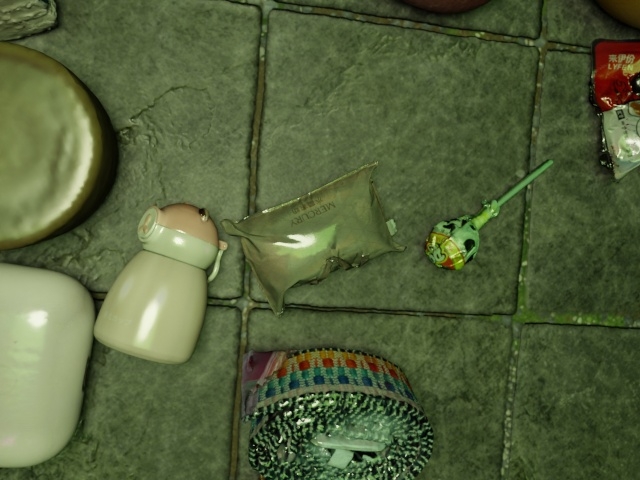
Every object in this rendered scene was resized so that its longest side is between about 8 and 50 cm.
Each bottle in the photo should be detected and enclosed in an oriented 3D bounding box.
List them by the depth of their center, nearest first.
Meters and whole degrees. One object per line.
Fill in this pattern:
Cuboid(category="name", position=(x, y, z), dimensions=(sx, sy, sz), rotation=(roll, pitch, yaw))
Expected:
Cuboid(category="bottle", position=(-0.230, 0.054, 0.780), dimensions=(0.147, 0.147, 0.237), rotation=(19, 81, -9))

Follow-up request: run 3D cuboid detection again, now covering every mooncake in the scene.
Cuboid(category="mooncake", position=(-0.439, -0.127, 0.729), dimensions=(0.284, 0.155, 0.285), rotation=(0, 90, -10))

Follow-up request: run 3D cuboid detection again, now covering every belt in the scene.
Cuboid(category="belt", position=(0.018, 0.283, 0.821), dimensions=(0.294, 0.160, 0.207), rotation=(4, 109, -8))

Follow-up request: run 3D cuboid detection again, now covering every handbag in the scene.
Cuboid(category="handbag", position=(0.000, 0.000, 0.829), dimensions=(0.270, 0.117, 0.183), rotation=(-24, 104, -9))

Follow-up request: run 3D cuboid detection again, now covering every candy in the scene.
Cuboid(category="candy", position=(0.304, -0.056, 0.897), dimensions=(0.305, 0.091, 0.083), rotation=(-37, 95, -13))

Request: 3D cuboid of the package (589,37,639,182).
Cuboid(category="package", position=(0.584, -0.235, 0.942), dimensions=(0.193, 0.071, 0.270), rotation=(4, 79, -12))

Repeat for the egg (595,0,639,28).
Cuboid(category="egg", position=(0.581, -0.470, 0.836), dimensions=(0.322, 0.250, 0.250), rotation=(21, 89, -20))

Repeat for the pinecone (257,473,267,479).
Cuboid(category="pinecone", position=(-0.063, 0.460, 0.798), dimensions=(0.207, 0.208, 0.208), rotation=(0, 92, -9))

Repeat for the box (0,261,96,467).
Cuboid(category="box", position=(-0.514, 0.168, 0.734), dimensions=(0.348, 0.141, 0.289), rotation=(10, 92, -9))

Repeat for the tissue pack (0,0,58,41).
Cuboid(category="tissue pack", position=(-0.541, -0.485, 0.651), dimensions=(0.264, 0.253, 0.417), rotation=(-16, 93, -8))

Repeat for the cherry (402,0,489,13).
Cuboid(category="cherry", position=(0.182, -0.483, 0.791), dimensions=(0.285, 0.213, 0.236), rotation=(20, 116, -31))
